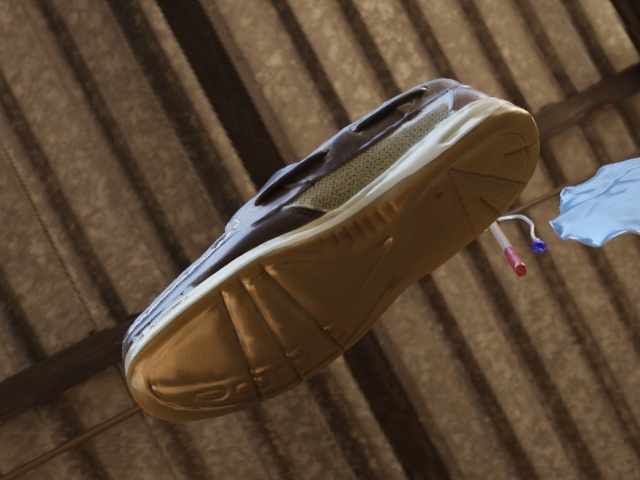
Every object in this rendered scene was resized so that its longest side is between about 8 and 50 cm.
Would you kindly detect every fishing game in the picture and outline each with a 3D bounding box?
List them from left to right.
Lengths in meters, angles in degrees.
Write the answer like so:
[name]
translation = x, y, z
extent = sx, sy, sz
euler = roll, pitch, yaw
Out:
[fishing game]
translation = 0.245, -0.031, 0.672
extent = 0.264, 0.189, 0.041
euler = -20, -76, 5

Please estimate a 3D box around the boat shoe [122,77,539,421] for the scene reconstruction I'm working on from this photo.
[boat shoe]
translation = 0.000, -0.001, 0.469
extent = 0.223, 0.073, 0.080
euler = -35, -47, -9
